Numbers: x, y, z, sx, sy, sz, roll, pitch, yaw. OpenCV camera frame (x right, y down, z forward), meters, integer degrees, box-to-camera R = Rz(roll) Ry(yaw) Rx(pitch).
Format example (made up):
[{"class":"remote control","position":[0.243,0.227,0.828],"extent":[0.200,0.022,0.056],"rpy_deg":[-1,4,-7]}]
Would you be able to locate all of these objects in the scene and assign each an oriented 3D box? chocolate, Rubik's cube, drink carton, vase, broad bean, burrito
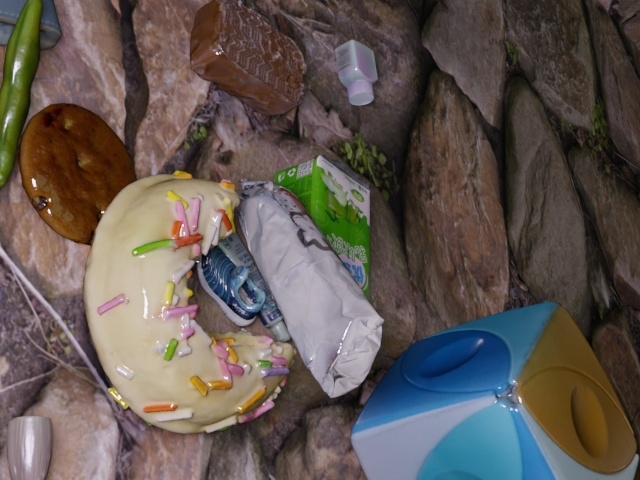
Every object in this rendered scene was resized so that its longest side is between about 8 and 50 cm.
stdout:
[{"class":"chocolate","position":[-0.124,-0.308,1.886],"extent":[0.214,0.093,0.148],"rpy_deg":[33,49,-39]},{"class":"Rubik's cube","position":[0.302,0.344,1.882],"extent":[0.347,0.352,0.352],"rpy_deg":[61,32,-11]},{"class":"drink carton","position":[0.000,0.000,1.872],"extent":[0.161,0.108,0.271],"rpy_deg":[32,47,-41]},{"class":"vase","position":[-0.345,0.262,1.306],"extent":[0.053,0.053,0.100],"rpy_deg":[19,62,-48]},{"class":"broad bean","position":[-0.403,-0.185,1.449],"extent":[0.060,0.043,0.297],"rpy_deg":[110,-12,-79]},{"class":"burrito","position":[-0.035,0.033,1.685],"extent":[0.101,0.139,0.445],"rpy_deg":[5,41,-37]}]

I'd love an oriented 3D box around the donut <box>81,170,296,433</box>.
[{"class":"donut","position":[-0.180,0.091,1.516],"extent":[0.307,0.150,0.371],"rpy_deg":[-29,103,-52]}]

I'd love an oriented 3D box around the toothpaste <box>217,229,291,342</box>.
[{"class":"toothpaste","position":[-0.108,0.067,1.753],"extent":[0.216,0.037,0.062],"rpy_deg":[60,35,-5]}]

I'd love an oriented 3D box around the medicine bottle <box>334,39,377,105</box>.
[{"class":"medicine bottle","position":[0.075,-0.333,2.204],"extent":[0.074,0.055,0.117],"rpy_deg":[18,57,-49]}]

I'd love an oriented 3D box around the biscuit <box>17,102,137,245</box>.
[{"class":"biscuit","position":[-0.330,-0.094,1.534],"extent":[0.212,0.036,0.212],"rpy_deg":[30,50,-44]}]

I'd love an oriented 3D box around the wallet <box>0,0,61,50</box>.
[{"class":"wallet","position":[-0.482,-0.442,1.485],"extent":[0.252,0.083,0.360],"rpy_deg":[-3,73,-60]}]

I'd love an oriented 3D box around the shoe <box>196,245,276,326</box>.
[{"class":"shoe","position":[-0.134,0.064,1.688],"extent":[0.143,0.071,0.064],"rpy_deg":[55,36,-12]}]
